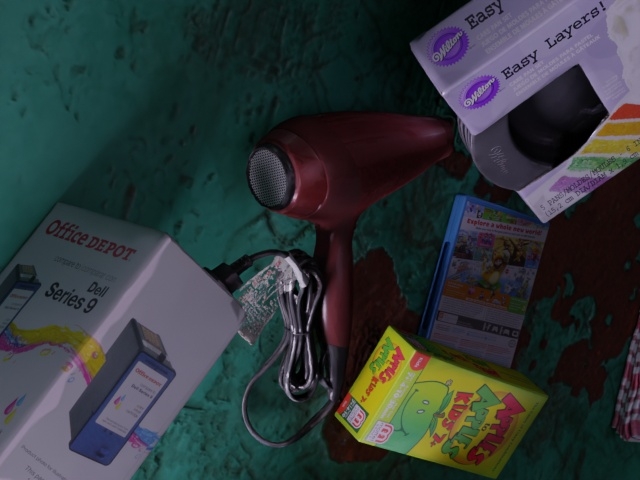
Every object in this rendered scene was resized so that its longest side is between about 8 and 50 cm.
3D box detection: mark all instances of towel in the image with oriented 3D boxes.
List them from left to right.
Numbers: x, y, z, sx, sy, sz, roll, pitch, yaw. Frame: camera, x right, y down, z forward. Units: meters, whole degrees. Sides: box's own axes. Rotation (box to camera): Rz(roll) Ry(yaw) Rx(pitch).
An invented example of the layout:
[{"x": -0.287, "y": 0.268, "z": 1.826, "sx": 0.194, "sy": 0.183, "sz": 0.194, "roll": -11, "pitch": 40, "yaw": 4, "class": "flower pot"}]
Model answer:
[{"x": 0.377, "y": 0.119, "z": 1.404, "sx": 0.144, "sy": 0.029, "sz": 0.197, "roll": 12, "pitch": 92, "yaw": -41, "class": "towel"}]

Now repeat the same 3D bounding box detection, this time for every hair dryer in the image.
[{"x": 0.000, "y": 0.000, "z": 1.056, "sx": 0.293, "sy": 0.080, "sz": 0.223, "roll": -49, "pitch": 142, "yaw": -13, "class": "hair dryer"}]

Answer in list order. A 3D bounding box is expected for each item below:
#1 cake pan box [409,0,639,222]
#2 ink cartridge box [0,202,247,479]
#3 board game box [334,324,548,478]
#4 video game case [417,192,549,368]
[{"x": 0.228, "y": -0.150, "z": 1.084, "sx": 0.267, "sy": 0.070, "sz": 0.246, "roll": -34, "pitch": 143, "yaw": 9, "class": "cake pan box"}, {"x": -0.170, "y": 0.089, "z": 0.862, "sx": 0.212, "sy": 0.154, "sz": 0.093, "roll": -52, "pitch": 125, "yaw": -17, "class": "ink cartridge box"}, {"x": 0.108, "y": 0.143, "z": 1.162, "sx": 0.181, "sy": 0.043, "sz": 0.092, "roll": 22, "pitch": 103, "yaw": -40, "class": "board game box"}, {"x": 0.143, "y": 0.051, "z": 1.205, "sx": 0.119, "sy": 0.015, "sz": 0.166, "roll": 15, "pitch": 90, "yaw": -40, "class": "video game case"}]
